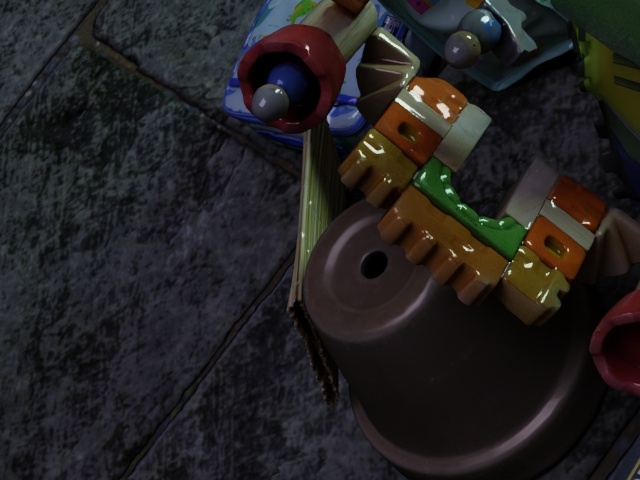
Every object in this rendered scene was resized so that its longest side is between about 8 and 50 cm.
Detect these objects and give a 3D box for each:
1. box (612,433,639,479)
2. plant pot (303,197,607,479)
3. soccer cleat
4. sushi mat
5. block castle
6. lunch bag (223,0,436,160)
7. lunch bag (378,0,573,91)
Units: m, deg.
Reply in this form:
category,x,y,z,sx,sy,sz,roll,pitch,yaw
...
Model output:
category,x,y,z,sx,sy,sz,roll,pitch,yaw
box,0.449,0.135,1.534,0.318,0.097,0.395,24,78,40
plant pot,0.102,0.074,1.729,0.263,0.229,0.263,-18,55,27
soccer cleat,0.292,-0.146,1.695,0.121,0.289,0.093,-13,48,12
sushi mat,0.000,0.000,1.855,0.019,0.151,0.317,-10,41,11
block castle,0.178,-0.101,1.529,0.303,0.453,0.213,-53,1,39
lunch bag,0.008,-0.179,2.054,0.219,0.090,0.176,15,76,42
lunch bag,0.137,-0.313,1.910,0.160,0.262,0.223,-28,47,38
